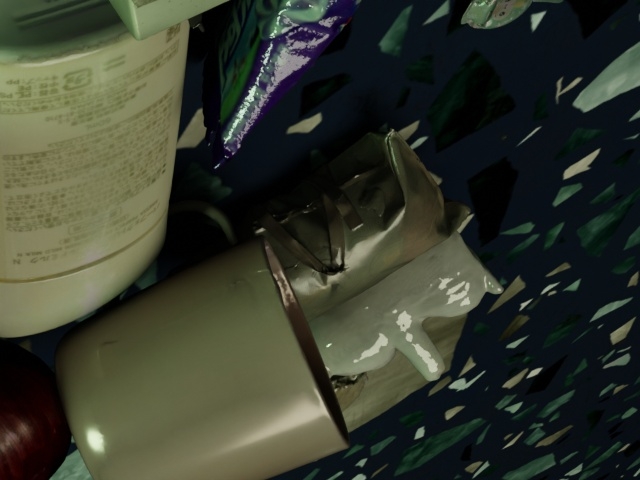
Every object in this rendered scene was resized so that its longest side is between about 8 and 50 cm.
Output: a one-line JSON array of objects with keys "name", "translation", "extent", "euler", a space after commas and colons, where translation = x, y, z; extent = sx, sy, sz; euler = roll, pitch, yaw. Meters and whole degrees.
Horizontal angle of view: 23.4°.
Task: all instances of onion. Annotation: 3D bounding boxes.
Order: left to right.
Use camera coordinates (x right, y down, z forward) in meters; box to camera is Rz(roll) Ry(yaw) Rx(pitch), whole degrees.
[{"name": "onion", "translation": [-0.303, 0.213, 1.265], "extent": [0.273, 0.285, 0.273], "euler": [-45, -179, 1]}]

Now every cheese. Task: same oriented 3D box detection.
[{"name": "cheese", "translation": [0.173, -0.216, 1.353], "extent": [0.120, 0.026, 0.067], "euler": [-22, 152, -24]}]

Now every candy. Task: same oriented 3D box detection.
[{"name": "candy", "translation": [-0.011, -0.179, 1.088], "extent": [0.070, 0.145, 0.275], "euler": [27, 122, -25]}]

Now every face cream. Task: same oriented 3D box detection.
[{"name": "face cream", "translation": [-0.183, -0.058, 1.146], "extent": [0.173, 0.081, 0.348], "euler": [-23, 152, -23]}]

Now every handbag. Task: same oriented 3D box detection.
[{"name": "handbag", "translation": [0.000, 0.000, 1.432], "extent": [0.270, 0.117, 0.182], "euler": [-30, 143, 5]}]

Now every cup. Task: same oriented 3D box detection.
[{"name": "cup", "translation": [-0.113, 0.093, 1.304], "extent": [0.200, 0.253, 0.191], "euler": [-22, 161, 2]}]

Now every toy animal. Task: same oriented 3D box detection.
[{"name": "toy animal", "translation": [0.052, 0.080, 1.594], "extent": [0.138, 0.140, 0.282], "euler": [31, 108, -35]}]

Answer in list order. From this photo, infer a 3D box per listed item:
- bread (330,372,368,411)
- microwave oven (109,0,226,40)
[{"name": "bread", "translation": [-0.107, 0.197, 1.665], "extent": [0.337, 0.102, 0.183], "euler": [-15, 153, -38]}, {"name": "microwave oven", "translation": [-0.039, -0.254, 0.905], "extent": [0.240, 0.145, 0.194], "euler": [-27, 156, -14]}]
